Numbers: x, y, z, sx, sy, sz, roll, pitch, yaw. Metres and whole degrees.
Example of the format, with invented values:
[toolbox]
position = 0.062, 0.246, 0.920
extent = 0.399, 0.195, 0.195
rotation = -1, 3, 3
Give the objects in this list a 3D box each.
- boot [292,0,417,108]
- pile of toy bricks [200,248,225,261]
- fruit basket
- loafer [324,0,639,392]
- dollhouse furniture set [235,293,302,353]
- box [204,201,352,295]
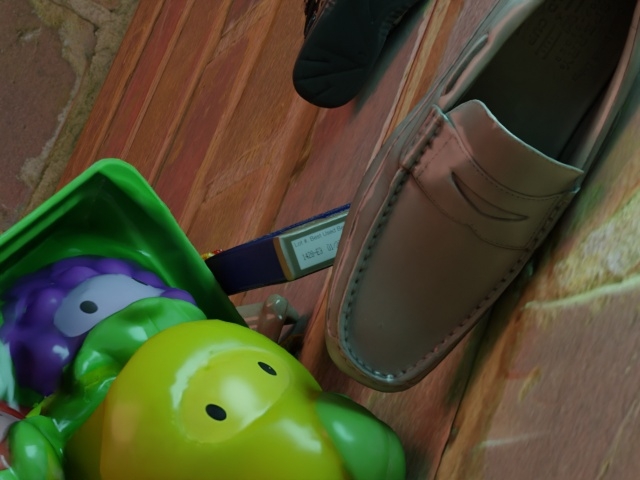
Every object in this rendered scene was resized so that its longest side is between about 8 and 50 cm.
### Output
[boot]
position = 0.047, -0.251, 1.567
extent = 0.236, 0.085, 0.178
rotation = -58, 14, 24
[pile of toy bricks]
position = -0.174, 0.096, 1.697
extent = 0.212, 0.105, 0.118
rotation = -68, 15, -15
[fruit basket]
position = -0.138, 0.122, 1.114
extent = 0.392, 0.283, 0.392
rotation = -34, 9, 6
[loafer]
position = 0.100, -0.052, 1.010
extent = 0.319, 0.112, 0.111
rotation = -62, 7, 5
[dollhouse furniture set]
position = -0.137, 0.177, 1.449
extent = 0.301, 0.151, 0.197
rotation = -11, 41, 30
[box]
position = 0.000, 0.000, 1.249
extent = 0.036, 0.136, 0.225
rotation = 69, 160, 0
